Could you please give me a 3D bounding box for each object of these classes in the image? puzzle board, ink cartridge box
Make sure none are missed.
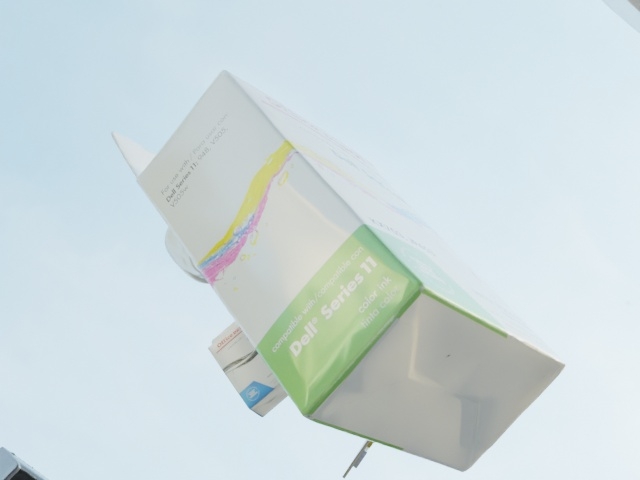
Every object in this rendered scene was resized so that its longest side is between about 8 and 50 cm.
[{"bbox_3d":[0.073,0.217,1.337,0.011,0.096,0.128,33,-58,6],"label":"puzzle board"},{"bbox_3d":[0.000,0.000,0.871,0.119,0.353,0.207,-50,-42,11],"label":"ink cartridge box"},{"bbox_3d":[-0.055,0.091,0.894,0.048,0.083,0.028,-40,-31,1],"label":"ink cartridge box"}]

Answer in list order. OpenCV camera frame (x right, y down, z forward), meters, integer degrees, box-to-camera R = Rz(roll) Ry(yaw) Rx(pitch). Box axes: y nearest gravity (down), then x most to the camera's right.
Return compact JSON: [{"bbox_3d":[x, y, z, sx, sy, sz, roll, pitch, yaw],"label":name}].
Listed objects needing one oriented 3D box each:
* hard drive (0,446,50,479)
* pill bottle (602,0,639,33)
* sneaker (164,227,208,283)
[{"bbox_3d":[-0.366,0.380,1.258,0.172,0.254,0.054,44,-26,-23],"label":"hard drive"},{"bbox_3d":[0.363,-0.313,1.021,0.153,0.153,0.264,34,-77,-29],"label":"pill bottle"},{"bbox_3d":[-0.099,0.005,1.133,0.080,0.212,0.094,-56,-45,-10],"label":"sneaker"}]
